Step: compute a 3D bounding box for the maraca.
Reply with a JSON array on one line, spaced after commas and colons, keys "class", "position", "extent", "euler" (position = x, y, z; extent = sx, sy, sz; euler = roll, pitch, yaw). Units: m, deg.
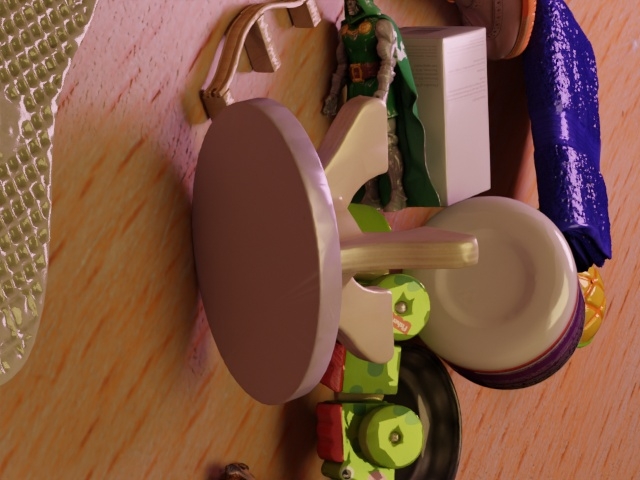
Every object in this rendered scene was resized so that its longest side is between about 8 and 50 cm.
[{"class": "maraca", "position": [0.299, 0.048, 2.183], "extent": [0.127, 0.099, 0.185], "euler": [-14, 82, -53]}]

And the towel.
[{"class": "towel", "position": [0.298, -0.129, 2.063], "extent": [0.227, 0.076, 0.308], "euler": [41, 43, -71]}]

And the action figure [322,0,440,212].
[{"class": "action figure", "position": [0.051, -0.144, 1.747], "extent": [0.063, 0.137, 0.232], "euler": [-12, 96, -44]}]

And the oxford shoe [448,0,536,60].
[{"class": "oxford shoe", "position": [0.139, -0.312, 1.877], "extent": [0.133, 0.130, 0.363], "euler": [-37, 140, -10]}]

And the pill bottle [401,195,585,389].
[{"class": "pill bottle", "position": [0.196, 0.067, 1.889], "extent": [0.323, 0.182, 0.181], "euler": [45, 55, -75]}]

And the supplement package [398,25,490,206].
[{"class": "supplement package", "position": [0.111, -0.133, 1.835], "extent": [0.105, 0.105, 0.179], "euler": [-22, 112, -56]}]

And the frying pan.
[{"class": "frying pan", "position": [0.053, 0.176, 1.841], "extent": [0.326, 0.053, 0.197], "euler": [44, 55, -39]}]

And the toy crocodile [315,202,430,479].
[{"class": "toy crocodile", "position": [0.038, 0.133, 1.725], "extent": [0.105, 0.115, 0.340], "euler": [1, 91, -19]}]

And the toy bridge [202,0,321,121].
[{"class": "toy bridge", "position": [-0.057, -0.189, 1.629], "extent": [0.188, 0.026, 0.063], "euler": [-54, 136, -40]}]

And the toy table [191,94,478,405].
[{"class": "toy table", "position": [0.000, 0.000, 1.570], "extent": [0.161, 0.252, 0.274], "euler": [-15, 120, -40]}]

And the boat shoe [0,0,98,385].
[{"class": "boat shoe", "position": [-0.264, -0.125, 1.194], "extent": [0.187, 0.156, 0.500], "euler": [32, 56, -50]}]

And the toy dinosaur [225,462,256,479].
[{"class": "toy dinosaur", "position": [-0.025, 0.356, 1.691], "extent": [0.127, 0.200, 0.295], "euler": [-10, 133, -23]}]
